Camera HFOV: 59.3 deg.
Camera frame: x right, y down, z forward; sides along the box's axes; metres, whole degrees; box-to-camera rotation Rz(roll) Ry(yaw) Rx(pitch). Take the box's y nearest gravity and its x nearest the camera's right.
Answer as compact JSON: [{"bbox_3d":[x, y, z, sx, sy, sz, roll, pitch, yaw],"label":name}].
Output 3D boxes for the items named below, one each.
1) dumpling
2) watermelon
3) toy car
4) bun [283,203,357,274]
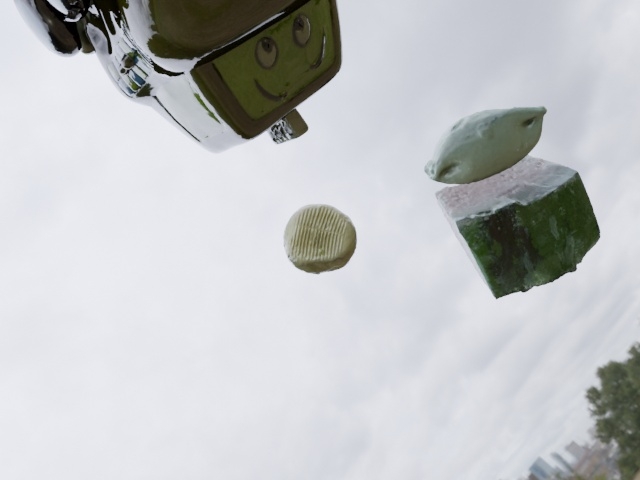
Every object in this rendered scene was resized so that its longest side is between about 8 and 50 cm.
[{"bbox_3d":[0.268,-0.176,0.948,0.217,0.149,0.105,-28,-39,20],"label":"dumpling"},{"bbox_3d":[0.364,-0.061,1.107,0.264,0.302,0.151,-27,-43,-7],"label":"watermelon"},{"bbox_3d":[-0.071,-0.158,0.403,0.204,0.248,0.198,-42,-73,-20],"label":"toy car"},{"bbox_3d":[0.000,0.000,0.864,0.115,0.115,0.069,-47,-14,-5],"label":"bun"}]
